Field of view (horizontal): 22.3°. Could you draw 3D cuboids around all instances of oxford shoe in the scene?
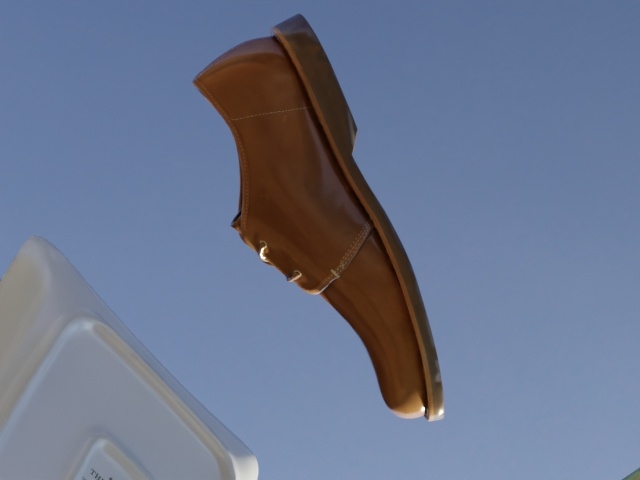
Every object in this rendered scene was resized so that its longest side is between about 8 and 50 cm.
[{"bbox_3d":[0.000,0.000,0.809,0.076,0.076,0.212,-25,-88,-6],"label":"oxford shoe"}]

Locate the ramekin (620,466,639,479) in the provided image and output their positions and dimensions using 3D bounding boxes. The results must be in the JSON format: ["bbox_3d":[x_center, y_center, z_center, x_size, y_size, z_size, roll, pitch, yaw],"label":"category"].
[{"bbox_3d":[0.201,0.209,0.582,0.303,0.148,0.303,-2,-97,13],"label":"ramekin"}]

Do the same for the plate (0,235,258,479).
[{"bbox_3d":[-0.160,0.181,1.122,0.045,0.278,0.277,-11,-50,39],"label":"plate"}]
